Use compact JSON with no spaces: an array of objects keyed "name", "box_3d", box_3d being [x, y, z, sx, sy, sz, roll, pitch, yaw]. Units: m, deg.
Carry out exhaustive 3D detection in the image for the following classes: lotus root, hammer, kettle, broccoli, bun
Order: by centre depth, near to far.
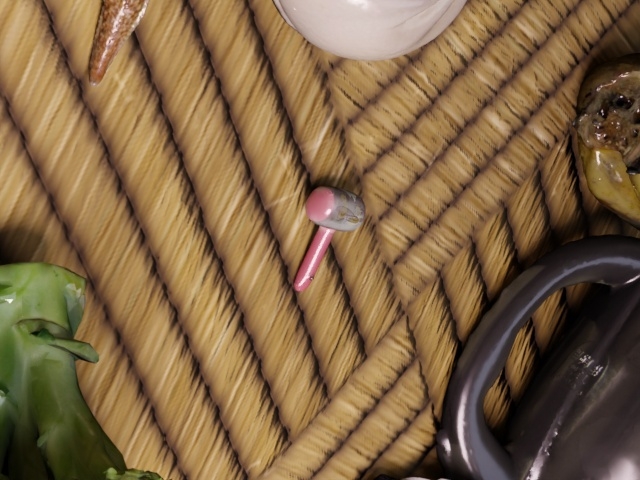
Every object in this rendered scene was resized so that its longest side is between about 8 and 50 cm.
[{"name":"broccoli","box_3d":[-0.170,0.139,0.970,0.269,0.269,0.254,-63,148,-10]},{"name":"bun","box_3d":[0.049,-0.205,1.166,0.172,0.120,0.173,-22,120,-45]},{"name":"hammer","box_3d":[0.000,0.000,1.274,0.052,0.031,0.083,14,104,-51]},{"name":"kettle","box_3d":[0.252,0.161,1.538,0.321,0.228,0.324,45,75,-24]},{"name":"lotus root","box_3d":[0.334,-0.080,1.560,0.275,0.152,0.160,22,70,-57]}]

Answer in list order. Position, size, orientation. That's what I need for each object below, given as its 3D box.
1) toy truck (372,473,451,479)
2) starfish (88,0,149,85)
[{"name":"toy truck","box_3d":[0.084,0.310,1.434,0.213,0.161,0.177,-61,162,-13]},{"name":"starfish","box_3d":[-0.111,-0.206,1.014,0.213,0.057,0.238,-21,121,-37]}]
